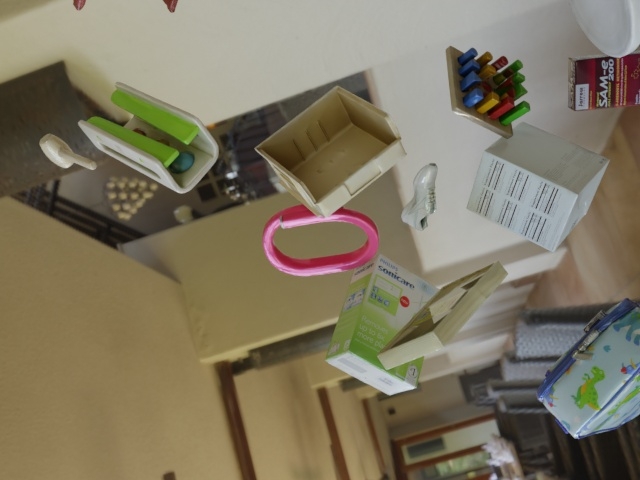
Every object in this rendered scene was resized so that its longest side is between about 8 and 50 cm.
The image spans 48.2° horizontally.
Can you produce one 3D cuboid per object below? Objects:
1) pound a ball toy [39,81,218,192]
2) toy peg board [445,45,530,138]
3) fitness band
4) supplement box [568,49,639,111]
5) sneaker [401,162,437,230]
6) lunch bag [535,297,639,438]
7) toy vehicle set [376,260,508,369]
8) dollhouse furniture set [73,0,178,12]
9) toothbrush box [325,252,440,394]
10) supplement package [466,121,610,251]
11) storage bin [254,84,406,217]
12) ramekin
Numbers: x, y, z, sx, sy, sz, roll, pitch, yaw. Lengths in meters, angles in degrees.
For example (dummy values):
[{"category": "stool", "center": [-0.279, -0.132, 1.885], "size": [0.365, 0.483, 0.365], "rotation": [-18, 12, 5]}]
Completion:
[{"category": "pound a ball toy", "center": [-0.382, -0.180, 1.440], "size": [0.319, 0.208, 0.136], "rotation": [26, 160, 34]}, {"category": "toy peg board", "center": [0.340, -0.312, 1.427], "size": [0.160, 0.079, 0.161], "rotation": [18, -124, -31]}, {"category": "fitness band", "center": [0.000, 0.000, 1.768], "size": [0.054, 0.290, 0.209], "rotation": [-87, -15, -47]}, {"category": "supplement box", "center": [0.745, -0.400, 1.779], "size": [0.073, 0.239, 0.130], "rotation": [-79, -17, -70]}, {"category": "sneaker", "center": [0.219, -0.089, 1.478], "size": [0.061, 0.053, 0.152], "rotation": [43, 133, 36]}, {"category": "lunch bag", "center": [0.373, 0.164, 0.894], "size": [0.219, 0.176, 0.090], "rotation": [11, -149, -49]}, {"category": "toy vehicle set", "center": [0.240, 0.144, 1.396], "size": [0.267, 0.166, 0.035], "rotation": [-38, -88, -41]}, {"category": "dollhouse furniture set", "center": [-0.397, -0.583, 1.263], "size": [0.201, 0.152, 0.374], "rotation": [-13, -120, -43]}, {"category": "toothbrush box", "center": [0.161, 0.211, 1.795], "size": [0.206, 0.122, 0.283], "rotation": [31, -123, -17]}, {"category": "supplement package", "center": [0.449, -0.116, 1.484], "size": [0.194, 0.203, 0.149], "rotation": [-35, -34, -43]}, {"category": "storage bin", "center": [0.025, -0.211, 1.700], "size": [0.260, 0.262, 0.123], "rotation": [42, 167, 50]}, {"category": "ramekin", "center": [0.584, -0.507, 1.382], "size": [0.273, 0.127, 0.273], "rotation": [-26, -90, -87]}]
